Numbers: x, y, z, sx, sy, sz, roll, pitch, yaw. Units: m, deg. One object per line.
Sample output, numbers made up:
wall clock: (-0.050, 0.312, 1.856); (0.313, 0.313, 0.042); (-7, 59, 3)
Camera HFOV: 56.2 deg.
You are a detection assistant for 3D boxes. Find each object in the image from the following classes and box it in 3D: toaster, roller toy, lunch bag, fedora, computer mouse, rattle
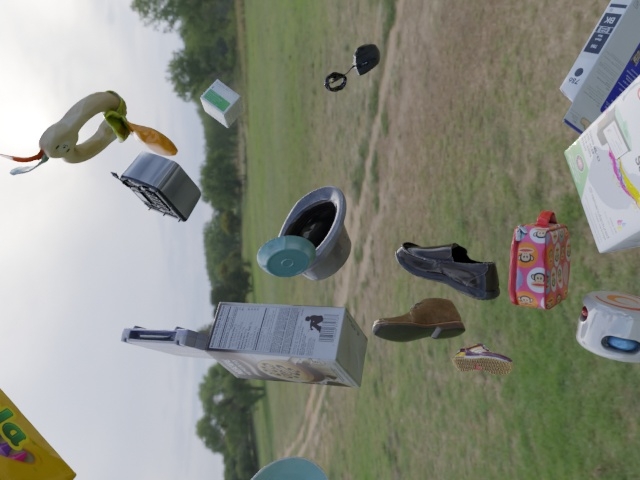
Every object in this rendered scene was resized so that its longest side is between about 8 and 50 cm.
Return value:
toaster: (-0.451, -0.154, 1.676); (0.110, 0.168, 0.186); (-59, -33, -20)
roller toy: (0.759, 0.222, 1.533); (0.209, 0.191, 0.146); (31, 118, 60)
lunch bag: (0.615, 0.047, 1.661); (0.293, 0.120, 0.259); (-4, -83, -56)
fedora: (0.000, 0.000, 1.605); (0.124, 0.243, 0.276); (43, -139, -32)
computer mouse: (0.094, -0.464, 1.615); (0.242, 0.041, 0.071); (-45, -43, -33)
rattle: (-0.338, -0.122, 0.882); (0.130, 0.143, 0.200); (-32, 11, 44)

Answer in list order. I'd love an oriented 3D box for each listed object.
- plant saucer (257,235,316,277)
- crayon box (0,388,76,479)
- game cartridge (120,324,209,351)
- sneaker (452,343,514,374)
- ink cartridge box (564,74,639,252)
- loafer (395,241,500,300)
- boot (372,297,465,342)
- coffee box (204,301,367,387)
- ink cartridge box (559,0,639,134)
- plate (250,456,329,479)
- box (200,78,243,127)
plant saucer: (-0.066, 0.038, 1.189); (0.119, 0.119, 0.021); (95, 168, -47)
crayon box: (-0.486, 0.218, 0.646); (0.363, 0.106, 0.313); (49, -173, -1)
game cartridge: (-0.413, 0.309, 1.808); (0.354, 0.230, 0.068); (-7, 70, 43)
sneaker: (0.470, 0.329, 1.708); (0.084, 0.185, 0.070); (-46, -61, -39)
ink cartridge box: (0.517, -0.120, 0.932); (0.278, 0.117, 0.202); (96, 163, -73)
loafer: (0.238, 0.038, 1.110); (0.220, 0.080, 0.079); (22, 111, 37)
boot: (0.298, 0.247, 1.882); (0.112, 0.305, 0.115); (116, 149, -54)
coffee box: (-0.069, 0.222, 1.272); (0.168, 0.296, 0.119); (56, -141, -51)
ink cartridge box: (0.657, -0.392, 1.354); (0.333, 0.165, 0.065); (-62, 34, 9)
plate: (-0.062, 0.443, 0.972); (0.024, 0.188, 0.188); (0, 92, 59)
box: (-0.315, -0.440, 1.932); (0.087, 0.101, 0.102); (-51, -8, -12)
